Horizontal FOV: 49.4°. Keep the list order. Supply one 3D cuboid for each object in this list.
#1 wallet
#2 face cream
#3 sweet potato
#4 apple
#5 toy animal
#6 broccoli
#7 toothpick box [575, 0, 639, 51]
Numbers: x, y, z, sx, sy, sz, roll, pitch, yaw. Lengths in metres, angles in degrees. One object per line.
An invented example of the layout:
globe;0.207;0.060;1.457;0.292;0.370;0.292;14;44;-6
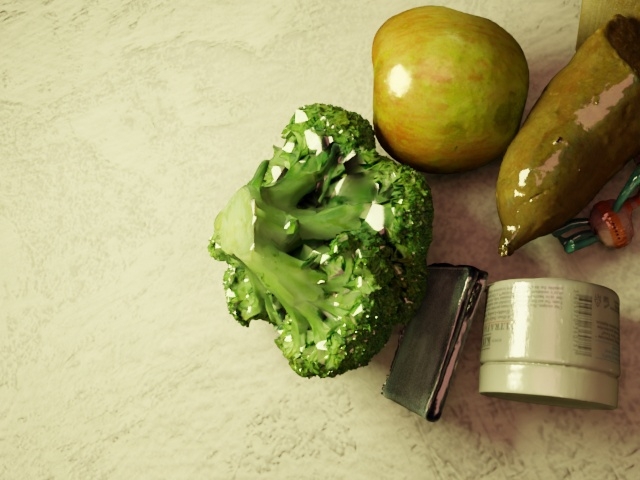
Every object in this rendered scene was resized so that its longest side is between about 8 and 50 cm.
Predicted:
wallet;0.161;0.137;0.997;0.036;0.167;0.222;21;82;-15
face cream;0.304;0.138;0.928;0.177;0.177;0.153;1;73;19
sweet potato;0.349;-0.135;0.971;0.158;0.158;0.370;42;96;24
apple;0.191;-0.224;1.039;0.226;0.246;0.246;1;75;11
toy animal;0.424;-0.055;0.983;0.208;0.103;0.100;-37;58;10
broccoli;-0.006;0.002;1.015;0.309;0.321;0.414;2;72;-11
toothpick box;0.523;-0.428;1.018;0.187;0.190;0.308;21;78;23
